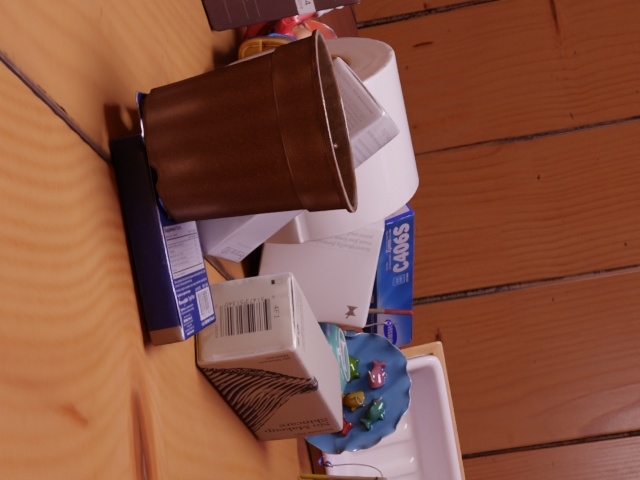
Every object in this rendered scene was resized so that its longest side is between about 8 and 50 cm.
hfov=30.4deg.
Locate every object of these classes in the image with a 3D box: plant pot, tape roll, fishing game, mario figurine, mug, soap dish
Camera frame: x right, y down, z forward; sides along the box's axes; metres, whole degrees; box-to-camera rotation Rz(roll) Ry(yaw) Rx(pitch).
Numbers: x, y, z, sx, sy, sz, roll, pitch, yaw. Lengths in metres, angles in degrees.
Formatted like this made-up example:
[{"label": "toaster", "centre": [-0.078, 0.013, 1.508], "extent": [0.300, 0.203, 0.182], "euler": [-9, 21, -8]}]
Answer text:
[{"label": "plant pot", "centre": [-0.064, -0.093, 1.063], "extent": [0.167, 0.165, 0.167], "euler": [-10, 90, -82]}, {"label": "tape roll", "centre": [-0.015, -0.124, 1.416], "extent": [0.246, 0.246, 0.169], "euler": [-84, 162, -63]}, {"label": "fishing game", "centre": [0.039, 0.210, 1.663], "extent": [0.041, 0.189, 0.264], "euler": [42, 56, -51]}, {"label": "mario figurine", "centre": [-0.029, -0.247, 1.665], "extent": [0.170, 0.198, 0.320], "euler": [56, 19, -12]}, {"label": "mug", "centre": [-0.016, 0.151, 1.609], "extent": [0.129, 0.097, 0.158], "euler": [-81, 160, -66]}, {"label": "soap dish", "centre": [0.094, 0.309, 1.815], "extent": [0.118, 0.228, 0.291], "euler": [-135, -147, -75]}]

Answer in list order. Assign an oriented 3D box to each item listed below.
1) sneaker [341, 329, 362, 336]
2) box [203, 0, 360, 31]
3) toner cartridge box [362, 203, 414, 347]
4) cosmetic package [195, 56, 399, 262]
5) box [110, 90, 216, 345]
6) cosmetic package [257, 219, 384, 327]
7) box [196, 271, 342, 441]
[{"label": "sneaker", "centre": [0.050, 0.184, 2.131], "extent": [0.162, 0.073, 0.063], "euler": [-35, 116, -82]}, {"label": "box", "centre": [-0.063, -0.403, 1.551], "extent": [0.167, 0.203, 0.168], "euler": [-90, 167, -48]}, {"label": "toner cartridge box", "centre": [0.097, 0.030, 2.090], "extent": [0.348, 0.075, 0.165], "euler": [86, -20, -47]}, {"label": "cosmetic package", "centre": [-0.037, -0.078, 1.221], "extent": [0.085, 0.231, 0.117], "euler": [51, 6, 12]}, {"label": "box", "centre": [-0.147, -0.023, 1.102], "extent": [0.136, 0.036, 0.225], "euler": [-24, 104, -82]}, {"label": "cosmetic package", "centre": [0.000, 0.000, 1.575], "extent": [0.184, 0.151, 0.151], "euler": [-86, -175, -64]}, {"label": "box", "centre": [-0.052, 0.139, 1.333], "extent": [0.275, 0.113, 0.094], "euler": [64, 19, -60]}]
